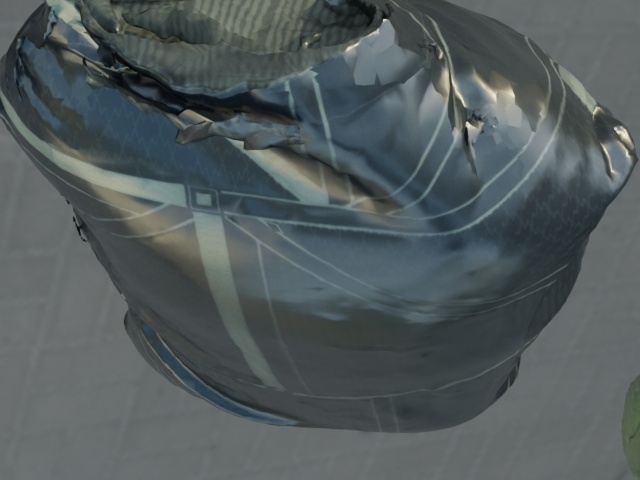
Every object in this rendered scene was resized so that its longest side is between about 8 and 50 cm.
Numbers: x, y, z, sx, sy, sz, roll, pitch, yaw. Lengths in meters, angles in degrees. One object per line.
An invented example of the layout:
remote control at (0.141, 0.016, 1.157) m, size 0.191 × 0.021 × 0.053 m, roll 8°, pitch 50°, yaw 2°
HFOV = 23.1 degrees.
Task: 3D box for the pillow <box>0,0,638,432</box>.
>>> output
pillow at (0.000, 0.000, 0.480) m, size 0.161 × 0.093 × 0.335 m, roll 0°, pitch 165°, yaw 1°

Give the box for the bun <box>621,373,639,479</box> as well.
bun at (0.298, 0.114, 1.024) m, size 0.221 × 0.108 × 0.221 m, roll 2°, pitch 160°, yaw 1°
